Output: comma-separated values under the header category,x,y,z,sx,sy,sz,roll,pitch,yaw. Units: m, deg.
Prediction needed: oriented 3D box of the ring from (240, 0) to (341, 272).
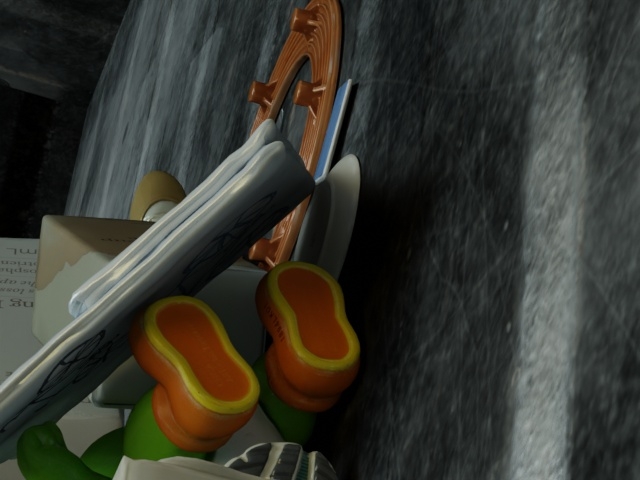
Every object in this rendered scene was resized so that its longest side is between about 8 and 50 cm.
category,x,y,z,sx,sy,sz,roll,pitch,yaw
ring,-0.050,-0.067,1.716,0.336,0.032,0.337,-165,90,-78

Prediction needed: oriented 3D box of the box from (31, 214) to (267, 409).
category,x,y,z,sx,sy,sz,roll,pitch,yaw
box,-0.156,0.059,1.647,0.311,0.148,0.121,-158,73,-69

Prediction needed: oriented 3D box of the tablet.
category,x,y,z,sx,sy,sz,roll,pitch,yaw
tablet,0.010,-0.087,1.519,0.054,0.006,0.083,154,132,-80

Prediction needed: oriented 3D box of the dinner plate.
category,x,y,z,sx,sy,sz,roll,pitch,yaw
dinner plate,0.000,0.000,1.444,0.141,0.017,0.141,-166,90,-77

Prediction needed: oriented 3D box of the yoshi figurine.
category,x,y,z,sx,sy,sz,roll,pitch,yaw
yoshi figurine,-0.108,0.154,1.364,0.203,0.203,0.362,-68,1,-47

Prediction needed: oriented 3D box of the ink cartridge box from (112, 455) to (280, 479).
category,x,y,z,sx,sy,sz,roll,pitch,yaw
ink cartridge box,0.013,0.242,0.584,0.306,0.226,0.131,-87,19,-50

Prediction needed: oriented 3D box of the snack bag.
category,x,y,z,sx,sy,sz,roll,pitch,yaw
snack bag,-0.141,0.051,1.325,0.342,0.037,0.323,-42,-3,1

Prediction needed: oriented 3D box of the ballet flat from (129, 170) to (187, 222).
category,x,y,z,sx,sy,sz,roll,pitch,yaw
ballet flat,-0.169,0.028,2.055,0.073,0.080,0.232,151,125,-61

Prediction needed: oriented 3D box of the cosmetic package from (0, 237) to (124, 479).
category,x,y,z,sx,sy,sz,roll,pitch,yaw
cosmetic package,-0.376,0.218,1.960,0.394,0.329,0.327,-106,20,-63

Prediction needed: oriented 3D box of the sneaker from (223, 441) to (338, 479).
category,x,y,z,sx,sy,sz,roll,pitch,yaw
sneaker,-0.058,0.260,1.190,0.110,0.107,0.275,139,146,-85
